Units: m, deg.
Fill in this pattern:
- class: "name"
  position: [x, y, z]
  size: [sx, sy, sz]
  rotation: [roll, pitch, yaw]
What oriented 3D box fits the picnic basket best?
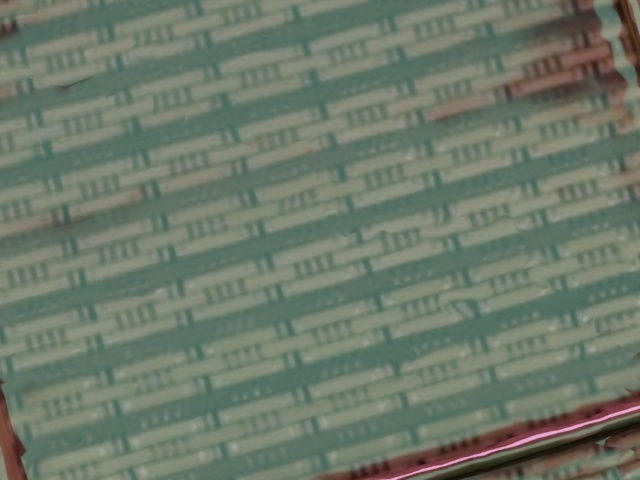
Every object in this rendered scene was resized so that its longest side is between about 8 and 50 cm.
- class: "picnic basket"
  position: [0.000, 0.000, 0.492]
  size: [0.228, 0.175, 0.313]
  rotation: [-15, 86, -2]
